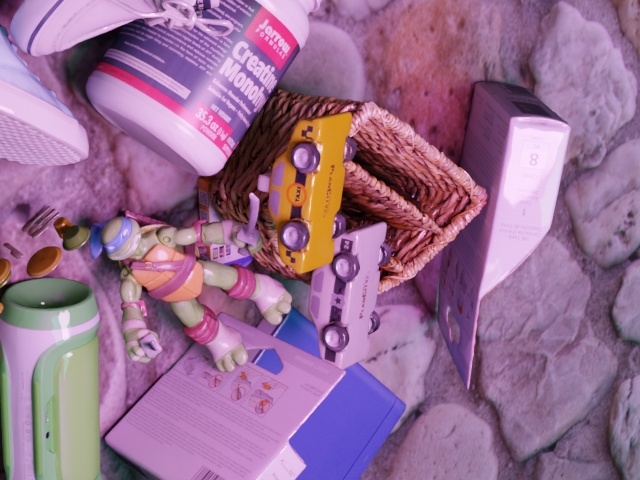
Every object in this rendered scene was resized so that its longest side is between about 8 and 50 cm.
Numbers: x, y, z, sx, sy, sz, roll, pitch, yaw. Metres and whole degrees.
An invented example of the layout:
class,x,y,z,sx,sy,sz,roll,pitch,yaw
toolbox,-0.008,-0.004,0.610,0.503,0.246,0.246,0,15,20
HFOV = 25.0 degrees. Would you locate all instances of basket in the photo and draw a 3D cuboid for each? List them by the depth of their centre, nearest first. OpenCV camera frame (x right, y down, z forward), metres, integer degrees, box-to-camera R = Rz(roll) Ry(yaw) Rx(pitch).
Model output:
class,x,y,z,sx,sy,sz,roll,pitch,yaw
basket,0.034,-0.041,1.887,0.299,0.223,0.213,35,73,-47

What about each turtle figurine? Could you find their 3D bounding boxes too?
class,x,y,z,sx,sy,sz,roll,pitch,yaw
turtle figurine,-0.141,0.075,1.770,0.266,0.274,0.198,36,64,-47

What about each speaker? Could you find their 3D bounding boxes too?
class,x,y,z,sx,sy,sz,roll,pitch,yaw
speaker,-0.331,0.202,1.773,0.131,0.131,0.297,-13,115,-36

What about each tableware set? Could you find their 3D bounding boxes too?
class,x,y,z,sx,sy,sz,roll,pitch,yaw
tableware set,-0.345,0.029,1.706,0.154,0.104,0.024,-45,131,-16

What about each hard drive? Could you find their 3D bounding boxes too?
class,x,y,z,sx,sy,sz,roll,pitch,yaw
hard drive,-0.022,0.251,2.109,0.210,0.040,0.318,-55,132,-9

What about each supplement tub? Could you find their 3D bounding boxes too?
class,x,y,z,sx,sy,sz,roll,pitch,yaw
supplement tub,-0.134,-0.232,1.720,0.191,0.191,0.272,39,81,-42

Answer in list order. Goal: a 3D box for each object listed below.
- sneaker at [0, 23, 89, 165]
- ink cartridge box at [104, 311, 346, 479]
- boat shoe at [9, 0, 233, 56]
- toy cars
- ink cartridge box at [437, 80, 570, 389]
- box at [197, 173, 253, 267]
class,x,y,z,sx,sy,sz,roll,pitch,yaw
sneaker,-0.371,-0.200,1.580,0.366,0.135,0.150,36,57,-55
ink cartridge box,-0.117,0.231,1.861,0.239,0.275,0.060,-47,129,-19
boat shoe,-0.155,-0.287,1.580,0.367,0.136,0.156,-38,86,-12
toy cars,0.000,0.000,1.766,0.176,0.087,0.394,-59,149,-28
ink cartridge box,0.252,-0.014,2.059,0.091,0.308,0.385,6,105,-5
box,-0.122,-0.025,1.924,0.081,0.028,0.136,-17,119,-36
